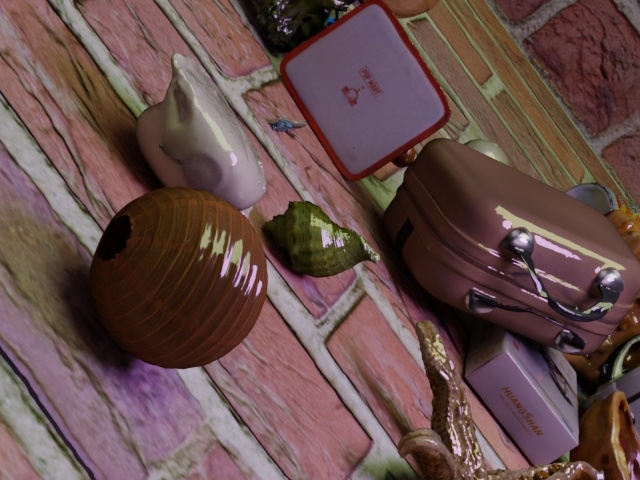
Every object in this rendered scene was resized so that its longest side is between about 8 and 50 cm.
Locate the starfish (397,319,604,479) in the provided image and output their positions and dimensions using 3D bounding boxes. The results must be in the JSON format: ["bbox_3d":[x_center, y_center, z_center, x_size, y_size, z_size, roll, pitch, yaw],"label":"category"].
[{"bbox_3d":[0.169,0.249,1.586,0.327,0.094,0.375,-10,72,-60],"label":"starfish"}]

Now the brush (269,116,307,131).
[{"bbox_3d":[-0.036,-0.132,1.897,0.083,0.016,0.013,-1,70,-69],"label":"brush"}]

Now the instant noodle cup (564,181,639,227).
[{"bbox_3d":[0.455,0.011,2.657,0.153,0.205,0.205,31,27,-32],"label":"instant noodle cup"}]

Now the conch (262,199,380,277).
[{"bbox_3d":[0.000,0.000,1.646,0.121,0.074,0.089,14,5,-3],"label":"conch"}]

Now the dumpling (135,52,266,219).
[{"bbox_3d":[-0.105,-0.087,1.494,0.176,0.092,0.150,50,20,-17],"label":"dumpling"}]

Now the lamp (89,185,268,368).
[{"bbox_3d":[-0.105,0.027,1.216,0.136,0.136,0.136,48,18,-21],"label":"lamp"}]

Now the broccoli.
[{"bbox_3d":[0.000,-0.310,2.042,0.160,0.167,0.154,37,-40,58],"label":"broccoli"}]

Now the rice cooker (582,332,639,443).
[{"bbox_3d":[0.489,0.237,2.246,0.244,0.226,0.226,57,17,13],"label":"rice cooker"}]

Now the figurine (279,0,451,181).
[{"bbox_3d":[0.078,-0.175,2.089,0.183,0.160,0.226,59,10,10],"label":"figurine"}]

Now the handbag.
[{"bbox_3d":[0.242,0.025,1.958,0.302,0.149,0.283,25,18,-26],"label":"handbag"}]

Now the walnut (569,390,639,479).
[{"bbox_3d":[0.345,0.290,1.978,0.167,0.087,0.211,46,33,-53],"label":"walnut"}]

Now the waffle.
[{"bbox_3d":[0.442,0.114,2.355,0.328,0.224,0.098,39,14,-41],"label":"waffle"}]

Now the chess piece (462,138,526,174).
[{"bbox_3d":[0.280,-0.043,2.417,0.243,0.133,0.133,47,17,0],"label":"chess piece"}]

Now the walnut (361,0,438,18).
[{"bbox_3d":[0.115,-0.451,2.665,0.197,0.165,0.165,61,16,-7],"label":"walnut"}]

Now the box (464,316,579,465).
[{"bbox_3d":[0.249,0.165,2.010,0.149,0.067,0.233,50,17,-8],"label":"box"}]
